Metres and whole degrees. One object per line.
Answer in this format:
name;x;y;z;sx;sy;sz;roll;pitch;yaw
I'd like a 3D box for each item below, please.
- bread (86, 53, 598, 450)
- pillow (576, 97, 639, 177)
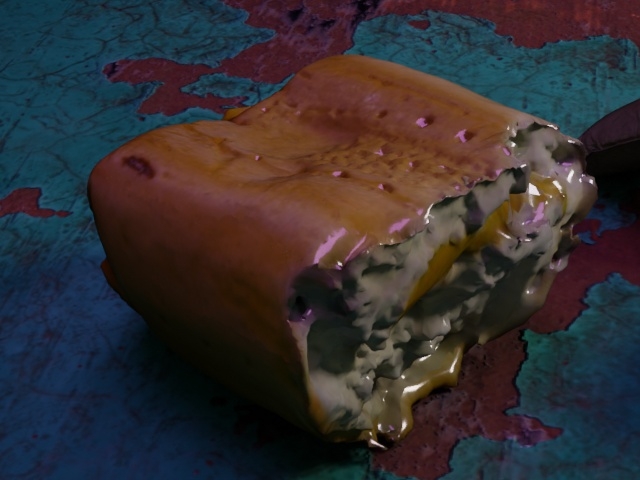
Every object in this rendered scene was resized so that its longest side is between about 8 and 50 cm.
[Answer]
bread;0.000;0.000;1.259;0.361;0.250;0.394;-30;36;-35
pillow;0.386;-0.131;1.435;0.185;0.075;0.302;-21;-2;-25
